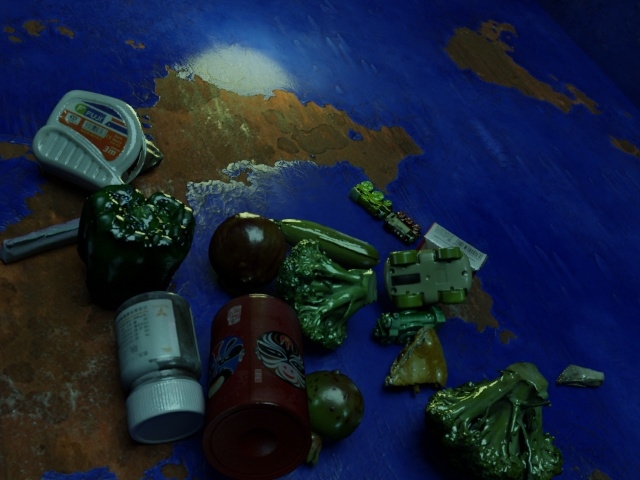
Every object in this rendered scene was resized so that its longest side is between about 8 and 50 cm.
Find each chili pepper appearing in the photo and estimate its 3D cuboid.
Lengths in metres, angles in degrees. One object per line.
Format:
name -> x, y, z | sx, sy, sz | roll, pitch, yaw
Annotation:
chili pepper -> -0.417, 0.017, 1.549 | 0.248, 0.257, 0.233 | 16, 38, -12

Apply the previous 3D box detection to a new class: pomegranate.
pomegranate -> 0.006, 0.370, 1.481 | 0.159, 0.159, 0.205 | 26, 71, 0

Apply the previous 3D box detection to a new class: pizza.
pizza -> 0.221, 0.307, 1.690 | 0.193, 0.069, 0.154 | -21, 100, -31

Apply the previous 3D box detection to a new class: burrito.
burrito -> 0.698, 0.365, 1.882 | 0.149, 0.041, 0.055 | 9, 58, -17

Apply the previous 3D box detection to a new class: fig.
fig -> -0.176, 0.039, 1.694 | 0.205, 0.205, 0.205 | 13, 44, -13

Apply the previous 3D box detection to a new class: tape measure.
tape measure -> -0.571, -0.236, 1.776 | 0.258, 0.130, 0.265 | 24, 73, 2

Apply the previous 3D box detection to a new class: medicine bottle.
medicine bottle -> -0.326, 0.254, 1.419 | 0.165, 0.165, 0.274 | 1, 51, -24

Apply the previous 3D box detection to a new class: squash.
squash -> 0.000, 0.000, 1.878 | 0.340, 0.095, 0.095 | 18, 43, -7

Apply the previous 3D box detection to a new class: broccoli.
broccoli -> 0.009, 0.124, 1.664 | 0.241, 0.269, 0.261 | -4, 14, 17
broccoli -> 0.390, 0.403, 1.529 | 0.303, 0.284, 0.321 | 41, 25, 31

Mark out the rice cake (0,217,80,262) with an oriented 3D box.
rice cake -> -0.599, -0.021, 1.628 | 0.290, 0.081, 0.051 | -23, 73, -39

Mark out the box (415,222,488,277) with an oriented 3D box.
box -> 0.356, 0.055, 1.962 | 0.182, 0.133, 0.099 | 32, 43, 10

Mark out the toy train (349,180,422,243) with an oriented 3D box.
toy train -> 0.198, -0.080, 2.082 | 0.249, 0.053, 0.085 | 42, 53, 17

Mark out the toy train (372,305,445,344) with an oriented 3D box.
toy train -> 0.220, 0.215, 1.762 | 0.178, 0.105, 0.071 | 0, 52, -24

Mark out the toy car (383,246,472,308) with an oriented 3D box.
toy car -> 0.281, 0.093, 1.837 | 0.235, 0.235, 0.145 | -5, 89, -29

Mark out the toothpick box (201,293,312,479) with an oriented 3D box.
toothpick box -> -0.128, 0.283, 1.399 | 0.204, 0.204, 0.333 | 14, 27, -13

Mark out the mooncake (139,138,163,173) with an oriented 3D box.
mooncake -> -0.509, -0.235, 1.887 | 0.125, 0.073, 0.130 | 41, 46, 14
